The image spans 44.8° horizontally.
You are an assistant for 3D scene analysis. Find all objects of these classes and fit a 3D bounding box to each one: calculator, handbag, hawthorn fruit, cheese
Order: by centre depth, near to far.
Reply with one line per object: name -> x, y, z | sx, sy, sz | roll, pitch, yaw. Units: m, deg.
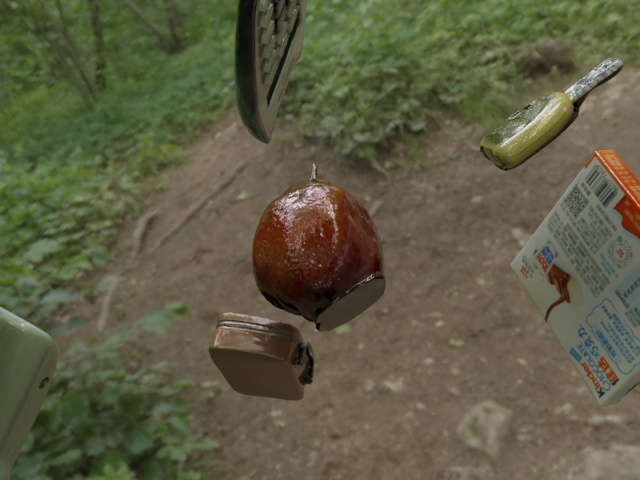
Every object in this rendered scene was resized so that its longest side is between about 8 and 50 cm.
calculator -> -0.044, -0.217, 0.761 | 0.268, 0.040, 0.177 | 104, -177, -66
cheese -> 0.243, -0.134, 0.807 | 0.162, 0.036, 0.086 | -37, 11, 5
hawthorn fruit -> 0.000, 0.000, 1.102 | 0.189, 0.251, 0.189 | -4, -13, -1
handbag -> -0.088, 0.189, 1.242 | 0.193, 0.151, 0.072 | 73, -153, -55

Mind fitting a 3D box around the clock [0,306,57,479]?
clock -> -0.324, 0.154, 0.487 | 0.265, 0.109, 0.324 | -64, -14, -3

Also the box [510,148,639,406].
box -> 0.413, 0.057, 1.119 | 0.048, 0.273, 0.265 | -7, -36, -28
